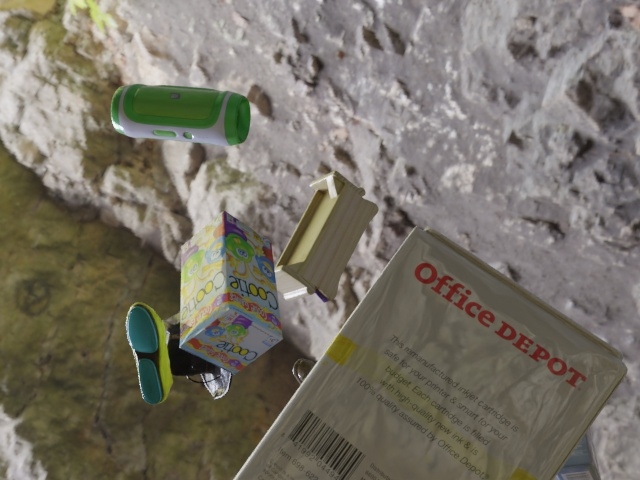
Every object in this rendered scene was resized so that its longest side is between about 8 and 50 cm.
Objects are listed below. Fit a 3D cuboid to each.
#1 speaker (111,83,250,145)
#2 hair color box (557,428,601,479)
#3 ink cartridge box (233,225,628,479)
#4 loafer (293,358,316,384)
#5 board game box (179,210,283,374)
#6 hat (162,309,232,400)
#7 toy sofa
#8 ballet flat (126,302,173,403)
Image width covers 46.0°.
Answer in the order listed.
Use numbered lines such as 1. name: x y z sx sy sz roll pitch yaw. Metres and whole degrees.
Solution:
1. speaker: -0.315 -0.286 1.711 0.297 0.131 0.131 6 161 12
2. hair color box: 0.716 0.509 2.198 0.114 0.374 0.185 -14 140 21
3. ink cartridge box: 0.126 0.221 0.883 0.279 0.384 0.160 36 179 19
4. loafer: 0.003 0.294 1.479 0.148 0.056 0.050 51 149 -18
5. board game box: -0.183 0.101 1.513 0.142 0.275 0.144 -38 128 24
6. hat: -0.311 0.233 1.782 0.134 0.331 0.331 -4 172 -20
7. toy sofa: 0.000 0.000 2.117 0.177 0.362 0.150 36 154 -19
8. ballet flat: -0.340 0.220 1.526 0.077 0.230 0.077 4 -159 20
